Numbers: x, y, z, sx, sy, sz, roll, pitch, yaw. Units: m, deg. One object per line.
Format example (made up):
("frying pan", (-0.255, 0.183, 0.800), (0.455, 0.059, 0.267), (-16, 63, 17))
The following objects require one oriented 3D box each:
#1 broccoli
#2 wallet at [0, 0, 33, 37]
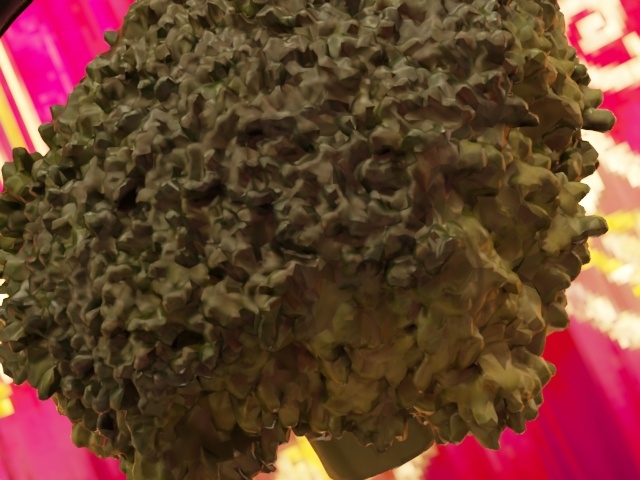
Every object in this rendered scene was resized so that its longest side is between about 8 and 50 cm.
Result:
("broccoli", (-0.004, -0.005, 0.832), (0.288, 0.260, 0.235), (-19, 8, 8))
("wallet", (-0.219, -0.049, 0.467), (0.406, 0.062, 0.228), (-48, -55, 8))
